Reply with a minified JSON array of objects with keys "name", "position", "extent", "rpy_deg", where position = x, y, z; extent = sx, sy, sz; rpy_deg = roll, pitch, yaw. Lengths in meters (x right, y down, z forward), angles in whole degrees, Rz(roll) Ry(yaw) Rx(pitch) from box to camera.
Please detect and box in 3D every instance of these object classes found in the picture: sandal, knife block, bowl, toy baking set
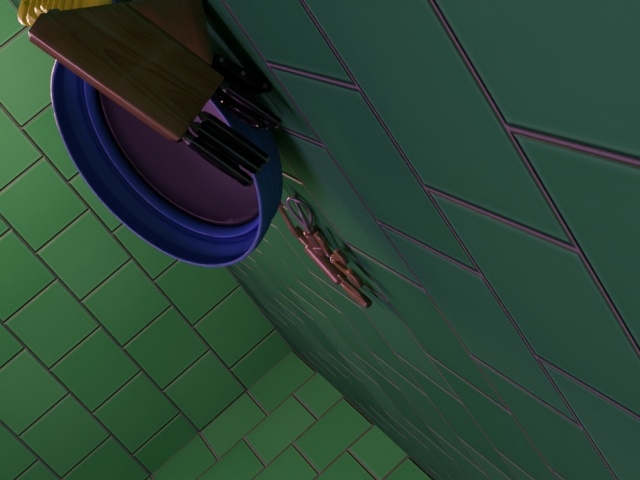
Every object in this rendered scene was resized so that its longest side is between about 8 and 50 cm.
[{"name":"sandal","position":[-0.398,-0.394,1.723],"extent":[0.138,0.126,0.317],"rpy_deg":[17,-175,-34]},{"name":"knife block","position":[-0.193,-0.168,1.236],"extent":[0.088,0.275,0.242],"rpy_deg":[-167,66,-75]},{"name":"bowl","position":[-0.220,-0.138,1.482],"extent":[0.391,0.077,0.391],"rpy_deg":[25,139,24]},{"name":"toy baking set","position":[0.001,0.003,1.676],"extent":[0.256,0.030,0.197],"rpy_deg":[47,168,13]}]
